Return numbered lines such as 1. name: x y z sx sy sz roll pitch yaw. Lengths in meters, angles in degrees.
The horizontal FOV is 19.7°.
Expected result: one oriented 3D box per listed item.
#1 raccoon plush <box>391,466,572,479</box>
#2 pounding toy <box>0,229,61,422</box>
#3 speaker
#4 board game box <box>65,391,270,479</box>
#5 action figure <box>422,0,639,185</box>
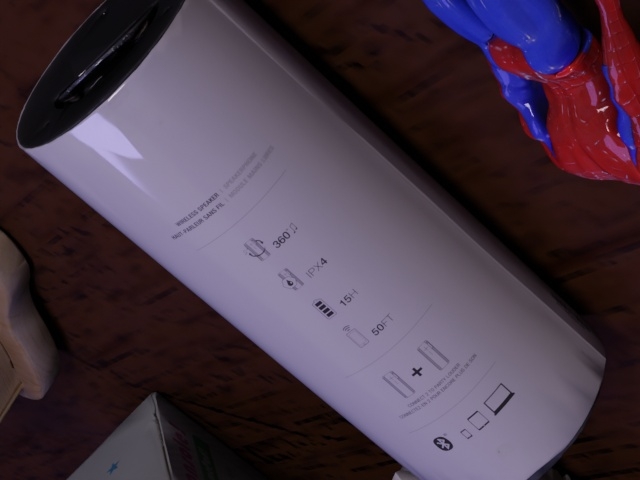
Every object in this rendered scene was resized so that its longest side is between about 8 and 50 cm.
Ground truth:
1. raccoon plush: 0.197 0.173 0.361 0.446 0.216 0.299 29 149 4
2. pounding toy: -0.237 0.028 0.615 0.269 0.155 0.154 31 153 -2
3. speaker: 0.000 0.000 0.405 0.136 0.055 0.055 41 155 -25
4. board game box: 0.036 0.212 0.617 0.303 0.097 0.224 42 -173 -22
5. action figure: 0.035 -0.039 0.319 0.115 0.030 0.038 40 161 -33
